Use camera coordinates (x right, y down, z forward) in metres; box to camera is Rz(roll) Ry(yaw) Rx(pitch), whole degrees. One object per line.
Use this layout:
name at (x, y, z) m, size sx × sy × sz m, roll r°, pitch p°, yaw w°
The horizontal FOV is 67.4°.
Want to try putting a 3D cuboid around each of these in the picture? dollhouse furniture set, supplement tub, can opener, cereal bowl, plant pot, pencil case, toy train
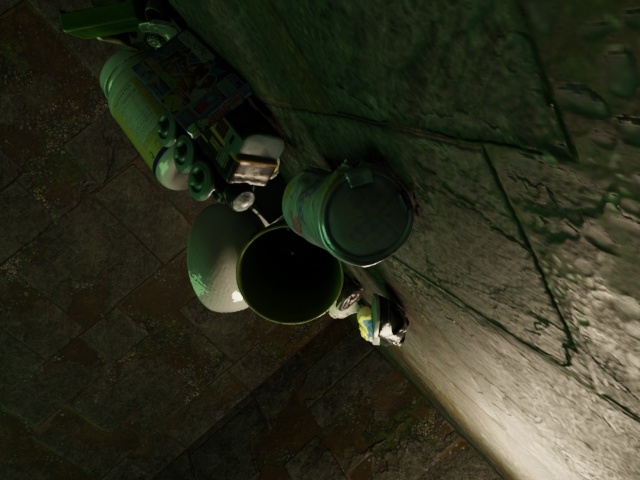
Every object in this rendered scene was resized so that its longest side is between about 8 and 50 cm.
dollhouse furniture set at (-0.427, -0.531, 1.019) m, size 0.301 × 0.152 × 0.197 m, roll -86°, pitch -14°, yaw -76°
supplement tub at (-0.395, -0.324, 1.257) m, size 0.331 × 0.241 × 0.241 m, roll 53°, pitch 175°, yaw 10°
can opener at (-0.293, -0.398, 1.023) m, size 0.076 × 0.094 × 0.283 m, roll 4°, pitch 171°, yaw 6°
cereal bowl at (-0.240, 0.047, 1.441) m, size 0.141 × 0.338 × 0.339 m, roll -4°, pitch 145°, yaw 23°
plant pot at (-0.077, 0.046, 1.358) m, size 0.274 × 0.275 × 0.293 m, roll 51°, pitch -168°, yaw -14°
pencil case at (0.021, -0.044, 0.657) m, size 0.124 × 0.114 × 0.273 m, roll 61°, pitch 171°, yaw -12°
toy train at (-0.206, -0.211, 0.951) m, size 0.142 × 0.190 × 0.333 m, roll 1°, pitch -138°, yaw -47°

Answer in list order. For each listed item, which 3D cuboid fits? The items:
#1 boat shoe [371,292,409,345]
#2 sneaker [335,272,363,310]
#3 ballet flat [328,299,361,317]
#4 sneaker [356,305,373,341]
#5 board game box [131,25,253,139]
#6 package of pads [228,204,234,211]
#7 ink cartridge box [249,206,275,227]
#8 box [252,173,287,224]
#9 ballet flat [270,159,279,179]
boat shoe at (0.173, 0.200, 1.190) m, size 0.302 × 0.091 × 0.114 m, roll 65°, pitch -152°, yaw -72°
sneaker at (0.059, 0.152, 1.645) m, size 0.162 × 0.106 × 0.281 m, roll 51°, pitch 175°, yaw 11°
ballet flat at (0.091, 0.270, 2.001) m, size 0.139 × 0.139 × 0.400 m, roll 48°, pitch 174°, yaw 13°
sneaker at (0.211, 0.350, 1.818) m, size 0.126 × 0.091 × 0.240 m, roll 44°, pitch 171°, yaw 39°
board game box at (-0.235, -0.289, 0.867) m, size 0.201 × 0.136 × 0.035 m, roll 48°, pitch 173°, yaw 24°
package of pads at (-0.253, -0.123, 1.386) m, size 0.083 × 0.050 × 0.032 m, roll 43°, pitch 171°, yaw 43°
ink cartridge box at (-0.219, -0.105, 1.767) m, size 0.092 × 0.160 × 0.219 m, roll 50°, pitch 175°, yaw -17°
box at (-0.182, -0.167, 1.366) m, size 0.207 × 0.108 × 0.153 m, roll 43°, pitch 171°, yaw 47°
ballet flat at (-0.127, -0.181, 1.084) m, size 0.079 × 0.077 × 0.221 m, roll 46°, pitch 170°, yaw 0°
